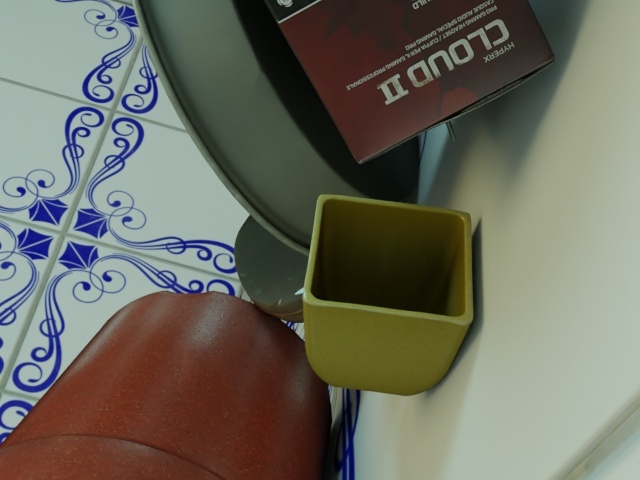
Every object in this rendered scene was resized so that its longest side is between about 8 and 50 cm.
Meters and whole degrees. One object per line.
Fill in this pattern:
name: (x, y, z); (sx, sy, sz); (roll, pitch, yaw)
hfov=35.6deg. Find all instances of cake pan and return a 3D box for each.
cake pan: (-0.016, -0.131, 0.674); (0.054, 0.293, 0.293); (-22, 36, 25)

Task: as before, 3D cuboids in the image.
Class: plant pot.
plant pot: (0.033, 0.036, 0.524); (0.081, 0.082, 0.083); (-82, -2, -47)
plant pot: (-0.111, 0.185, 0.682); (0.265, 0.273, 0.272); (-69, -1, -59)

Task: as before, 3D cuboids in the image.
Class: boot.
boot: (0.000, 0.000, 0.837); (0.305, 0.112, 0.115); (-91, -21, -65)

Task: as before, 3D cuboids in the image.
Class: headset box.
headset box: (0.009, -0.188, 0.521); (0.110, 0.293, 0.218); (-27, 19, 11)
